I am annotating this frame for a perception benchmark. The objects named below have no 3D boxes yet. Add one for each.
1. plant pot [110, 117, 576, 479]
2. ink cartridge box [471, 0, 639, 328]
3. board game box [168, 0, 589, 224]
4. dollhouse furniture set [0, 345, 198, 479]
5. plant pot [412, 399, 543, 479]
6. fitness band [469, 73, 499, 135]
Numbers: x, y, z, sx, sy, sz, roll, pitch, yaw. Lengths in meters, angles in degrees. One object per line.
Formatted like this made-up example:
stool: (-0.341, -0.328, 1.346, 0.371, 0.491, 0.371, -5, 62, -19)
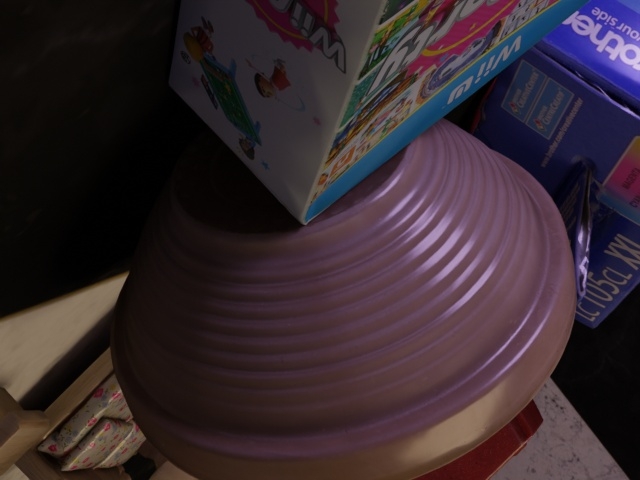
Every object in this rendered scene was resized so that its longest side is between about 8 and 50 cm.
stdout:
plant pot: (0.000, 0.000, 0.631, 0.237, 0.237, 0.109, -39, 134, -24)
ink cartridge box: (0.220, -0.121, 0.839, 0.395, 0.151, 0.270, -51, 171, -20)
board game box: (0.065, -0.163, 0.472, 0.224, 0.097, 0.303, -39, 168, -24)
dollhouse furniture set: (-0.016, 0.078, 0.837, 0.303, 0.174, 0.355, -46, 169, 2)
plant pot: (0.087, 0.176, 1.375, 0.267, 0.236, 0.267, -47, 169, 8)
fitness band: (0.234, -0.166, 1.159, 0.291, 0.054, 0.209, -40, 165, -25)
